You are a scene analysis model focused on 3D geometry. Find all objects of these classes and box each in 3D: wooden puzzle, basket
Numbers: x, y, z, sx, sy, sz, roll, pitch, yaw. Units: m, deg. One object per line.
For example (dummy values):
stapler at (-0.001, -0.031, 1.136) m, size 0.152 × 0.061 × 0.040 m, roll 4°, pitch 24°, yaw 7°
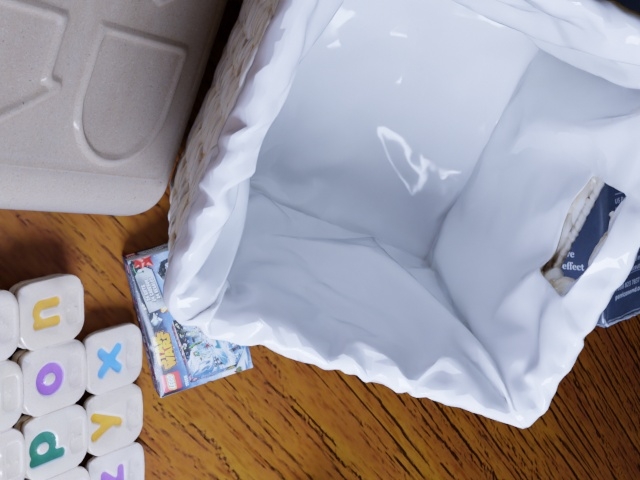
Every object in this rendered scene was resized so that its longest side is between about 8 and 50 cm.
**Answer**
wooden puzzle at (-0.191, -0.186, 0.784) m, size 0.322 × 0.080 × 0.348 m, roll 2°, pitch 115°, yaw -60°
basket at (0.068, -0.081, 0.853) m, size 0.331 × 0.266 × 0.328 m, roll 19°, pitch 106°, yaw -19°

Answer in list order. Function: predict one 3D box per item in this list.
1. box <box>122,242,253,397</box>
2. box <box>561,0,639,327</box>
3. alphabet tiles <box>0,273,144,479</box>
box at (-0.122, 0.067, 0.973) m, size 0.094 × 0.027 × 0.137 m, roll -16°, pitch 108°, yaw -19°
box at (0.231, -0.133, 1.152) m, size 0.212 × 0.293 × 0.396 m, roll -14°, pitch 105°, yaw -45°
alphabet tiles at (-0.247, 0.174, 0.858) m, size 0.278 × 0.021 × 0.284 m, roll -16°, pitch 110°, yaw -55°
